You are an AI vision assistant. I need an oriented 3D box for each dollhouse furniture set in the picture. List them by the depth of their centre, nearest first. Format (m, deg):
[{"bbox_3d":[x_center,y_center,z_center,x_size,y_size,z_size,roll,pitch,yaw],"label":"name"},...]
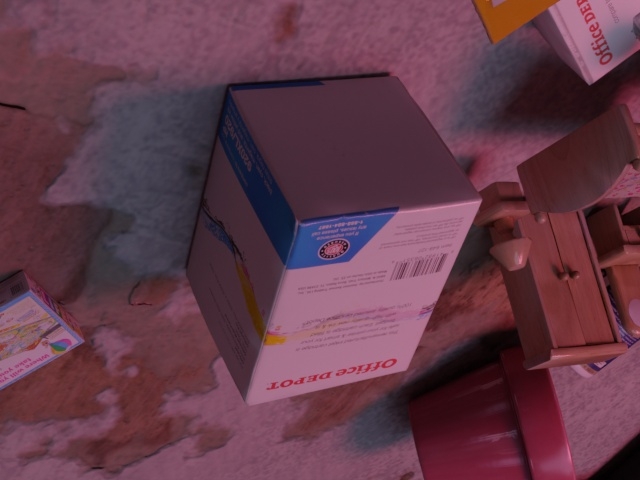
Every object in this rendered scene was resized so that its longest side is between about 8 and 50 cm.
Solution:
[{"bbox_3d":[0.347,-0.006,1.127,0.303,0.173,0.355,-2,161,-34],"label":"dollhouse furniture set"}]

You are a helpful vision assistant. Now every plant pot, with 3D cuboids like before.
[{"bbox_3d":[0.212,0.245,1.446,0.180,0.201,0.201,-15,144,5],"label":"plant pot"}]

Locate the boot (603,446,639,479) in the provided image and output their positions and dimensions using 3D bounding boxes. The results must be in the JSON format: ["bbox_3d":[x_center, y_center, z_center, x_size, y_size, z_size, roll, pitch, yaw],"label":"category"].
[{"bbox_3d":[0.402,0.442,1.854,0.445,0.146,0.367,-5,136,-23],"label":"boot"}]

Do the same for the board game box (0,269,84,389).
[{"bbox_3d":[-0.307,0.098,1.041,0.154,0.026,0.103,-30,144,0],"label":"board game box"}]

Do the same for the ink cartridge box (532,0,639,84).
[{"bbox_3d":[0.268,-0.256,0.956,0.218,0.092,0.158,-35,143,10],"label":"ink cartridge box"}]

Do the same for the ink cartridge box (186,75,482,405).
[{"bbox_3d":[0.000,0.000,1.011,0.171,0.168,0.232,-8,139,-26],"label":"ink cartridge box"}]

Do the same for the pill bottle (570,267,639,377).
[{"bbox_3d":[0.368,0.087,1.428,0.169,0.094,0.094,-42,142,16],"label":"pill bottle"}]

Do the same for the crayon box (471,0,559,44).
[{"bbox_3d":[0.131,-0.313,0.778,0.203,0.083,0.323,-33,137,5],"label":"crayon box"}]
